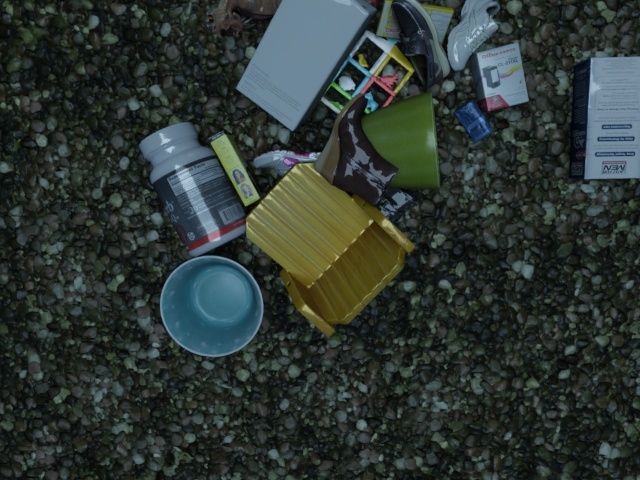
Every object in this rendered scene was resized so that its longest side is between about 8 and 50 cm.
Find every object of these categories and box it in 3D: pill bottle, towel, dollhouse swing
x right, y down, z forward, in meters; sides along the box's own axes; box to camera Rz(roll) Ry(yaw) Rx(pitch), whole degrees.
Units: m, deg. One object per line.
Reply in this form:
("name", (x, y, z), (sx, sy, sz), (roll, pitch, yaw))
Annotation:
("pill bottle", (-0.376, -0.151, 1.465), (0.210, 0.210, 0.363), (-26, 96, 5))
("towel", (0.469, -0.365, 1.495), (0.067, 0.029, 0.119), (-33, 96, 29))
("dollhouse swing", (0.000, 0.000, 1.358), (0.347, 0.315, 0.305), (-46, 122, 7))

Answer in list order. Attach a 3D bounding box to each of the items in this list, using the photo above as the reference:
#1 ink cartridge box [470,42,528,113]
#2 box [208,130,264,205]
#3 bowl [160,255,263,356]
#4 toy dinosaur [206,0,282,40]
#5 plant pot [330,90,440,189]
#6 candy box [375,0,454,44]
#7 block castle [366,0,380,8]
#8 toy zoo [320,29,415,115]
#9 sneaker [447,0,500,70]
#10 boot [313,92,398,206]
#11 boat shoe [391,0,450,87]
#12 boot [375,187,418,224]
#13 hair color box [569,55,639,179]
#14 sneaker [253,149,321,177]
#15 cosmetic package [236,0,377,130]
("ink cartridge box", (0.534, -0.484, 1.465), (0.127, 0.072, 0.175), (-14, 98, 4))
("box", (-0.257, -0.223, 1.516), (0.058, 0.087, 0.232), (-28, 97, 7))
("bowl", (-0.321, 0.187, 1.534), (0.311, 0.163, 0.312), (0, 98, 2))
("toy dinosaur", (-0.193, -0.696, 1.436), (0.295, 0.127, 0.200), (-9, 105, -10))
("plant pot", (0.186, -0.268, 1.417), (0.293, 0.275, 0.275), (-5, 98, 16))
("candy box", (0.274, -0.638, 1.430), (0.205, 0.027, 0.105), (5, 142, -9))
("block castle", (0.177, -0.899, 1.353), (0.303, 0.213, 0.453), (42, 95, 0))
("toy zoo", (0.151, -0.496, 1.494), (0.192, 0.030, 0.293), (38, 97, -4))
("sneaker", (0.445, -0.597, 1.407), (0.115, 0.090, 0.232), (19, 88, 38))
("boot", (0.120, -0.238, 1.296), (0.207, 0.090, 0.248), (31, 102, 12))
("boat shoe", (0.277, -0.560, 1.396), (0.092, 0.103, 0.285), (-48, 129, -5))
("boot", (0.211, -0.049, 1.524), (0.229, 0.091, 0.263), (-41, 93, 7))
("hair color box", (0.855, -0.357, 1.458), (0.173, 0.105, 0.347), (-1, 97, 2))
("sneaker", (-0.082, -0.218, 1.503), (0.252, 0.103, 0.111), (3, 96, 2))
("cosmetic package", (-0.043, -0.531, 1.365), (0.217, 0.156, 0.385), (38, 120, -4))
